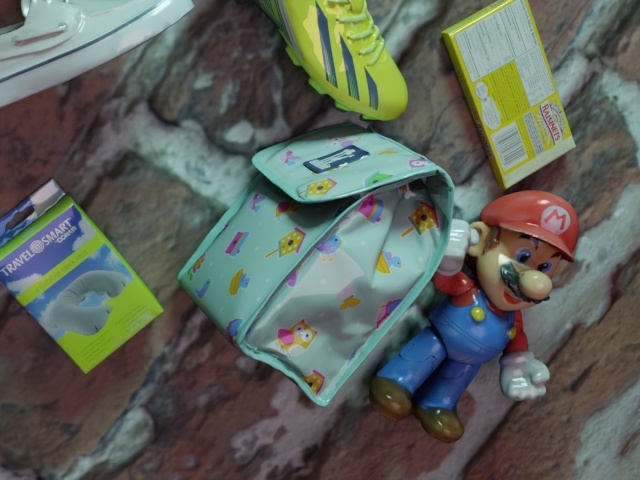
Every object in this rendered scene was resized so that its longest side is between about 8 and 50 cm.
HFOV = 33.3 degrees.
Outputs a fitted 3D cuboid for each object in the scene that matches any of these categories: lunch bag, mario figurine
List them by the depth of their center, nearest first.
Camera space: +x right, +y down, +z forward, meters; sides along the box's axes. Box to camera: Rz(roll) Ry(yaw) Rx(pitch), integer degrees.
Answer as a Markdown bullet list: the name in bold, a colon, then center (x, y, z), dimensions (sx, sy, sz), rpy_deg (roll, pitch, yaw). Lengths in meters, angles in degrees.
- **lunch bag**: center (0.000, 0.000, 1.091), dimensions (0.160, 0.223, 0.262), rpy_deg (37, 90, -28)
- **mario figurine**: center (0.191, 0.090, 1.226), dimensions (0.320, 0.170, 0.198), rpy_deg (-59, 152, 12)

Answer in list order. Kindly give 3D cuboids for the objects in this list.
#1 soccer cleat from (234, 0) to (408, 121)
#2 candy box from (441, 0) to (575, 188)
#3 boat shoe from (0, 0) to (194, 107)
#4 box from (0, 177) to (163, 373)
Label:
- **soccer cleat**: center (0.009, -0.233, 1.075), dimensions (0.121, 0.093, 0.289), rpy_deg (-31, 119, 27)
- **candy box**: center (0.219, -0.172, 1.236), dimensions (0.105, 0.027, 0.206), rpy_deg (-31, 116, -13)
- **boat shoe**: center (-0.247, -0.191, 0.987), dimensions (0.258, 0.095, 0.084), rpy_deg (-25, 109, -3)
- **box**: center (-0.257, 0.038, 1.101), dimensions (0.109, 0.042, 0.178), rpy_deg (-39, 118, -7)
